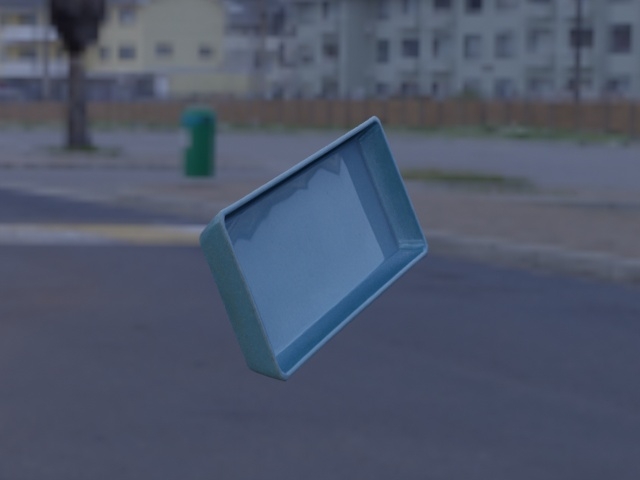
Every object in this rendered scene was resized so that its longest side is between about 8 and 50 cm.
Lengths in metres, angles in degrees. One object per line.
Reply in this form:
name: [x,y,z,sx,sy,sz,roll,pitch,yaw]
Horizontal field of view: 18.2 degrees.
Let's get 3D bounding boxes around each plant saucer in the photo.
plant saucer: [0.000,0.000,0.808,0.018,0.067,0.192,-19,7,22]
